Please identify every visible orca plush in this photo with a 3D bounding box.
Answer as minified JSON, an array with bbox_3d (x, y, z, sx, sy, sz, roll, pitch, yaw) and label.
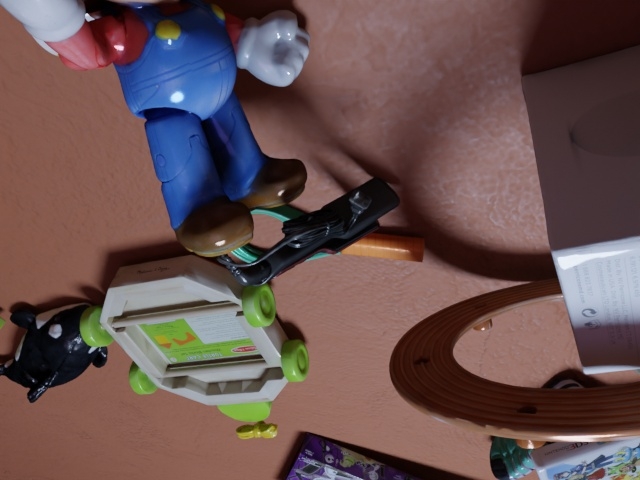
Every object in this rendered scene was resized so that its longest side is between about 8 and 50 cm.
[{"bbox_3d":[-0.427,0.186,0.900,0.287,0.102,0.151,-17,128,26],"label":"orca plush"}]

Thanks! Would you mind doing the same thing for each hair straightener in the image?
[{"bbox_3d":[0.002,-0.020,0.544,0.047,0.230,0.089,52,131,16],"label":"hair straightener"}]

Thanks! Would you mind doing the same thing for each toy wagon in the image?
[{"bbox_3d":[-0.152,0.161,0.844,0.267,0.068,0.345,-9,132,20],"label":"toy wagon"}]

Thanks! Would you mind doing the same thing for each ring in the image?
[{"bbox_3d":[0.226,0.091,0.530,0.336,0.336,0.032,-9,101,20],"label":"ring"}]

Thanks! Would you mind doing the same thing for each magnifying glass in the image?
[{"bbox_3d":[0.000,0.000,0.684,0.230,0.026,0.092,5,134,7],"label":"magnifying glass"}]

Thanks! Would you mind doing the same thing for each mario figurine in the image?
[{"bbox_3d":[-0.100,-0.152,0.434,0.170,0.198,0.321,-22,113,5],"label":"mario figurine"}]

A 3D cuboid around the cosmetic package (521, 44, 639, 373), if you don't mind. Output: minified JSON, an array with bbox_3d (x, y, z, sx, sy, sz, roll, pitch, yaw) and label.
[{"bbox_3d":[0.283,-0.042,0.442,0.224,0.224,0.138,-13,129,23],"label":"cosmetic package"}]

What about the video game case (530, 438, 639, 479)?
[{"bbox_3d":[0.471,0.339,0.852,0.299,0.036,0.329,-22,128,9],"label":"video game case"}]

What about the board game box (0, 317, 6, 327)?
[{"bbox_3d":[-0.541,0.095,0.832,0.043,0.092,0.181,-30,116,33],"label":"board game box"}]

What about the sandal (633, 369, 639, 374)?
[{"bbox_3d":[0.396,0.103,0.682,0.072,0.049,0.180,9,135,3],"label":"sandal"}]

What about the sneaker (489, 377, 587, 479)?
[{"bbox_3d":[0.325,0.280,0.850,0.098,0.083,0.224,15,134,-10],"label":"sneaker"}]

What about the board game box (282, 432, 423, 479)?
[{"bbox_3d":[0.106,0.465,1.068,0.346,0.056,0.208,21,139,2],"label":"board game box"}]

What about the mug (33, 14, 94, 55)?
[{"bbox_3d":[-0.206,-0.199,0.522,0.064,0.078,0.062,-20,94,17],"label":"mug"}]
